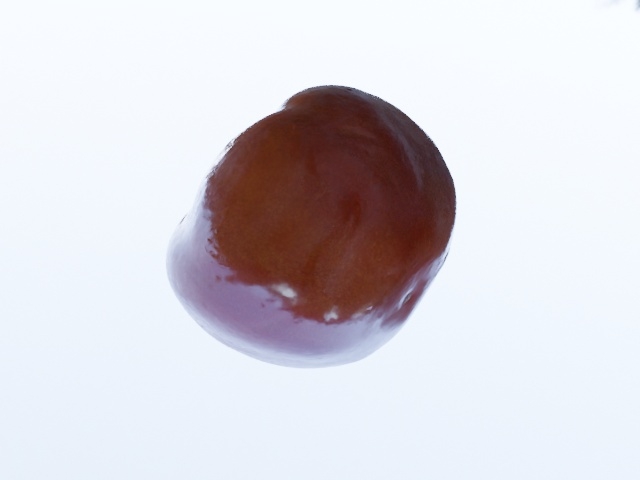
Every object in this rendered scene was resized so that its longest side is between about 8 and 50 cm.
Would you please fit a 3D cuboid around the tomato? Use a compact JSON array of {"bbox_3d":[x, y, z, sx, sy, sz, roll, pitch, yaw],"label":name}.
[{"bbox_3d":[0.003,-0.004,1.128,0.180,0.260,0.260,36,-153,18],"label":"tomato"}]
